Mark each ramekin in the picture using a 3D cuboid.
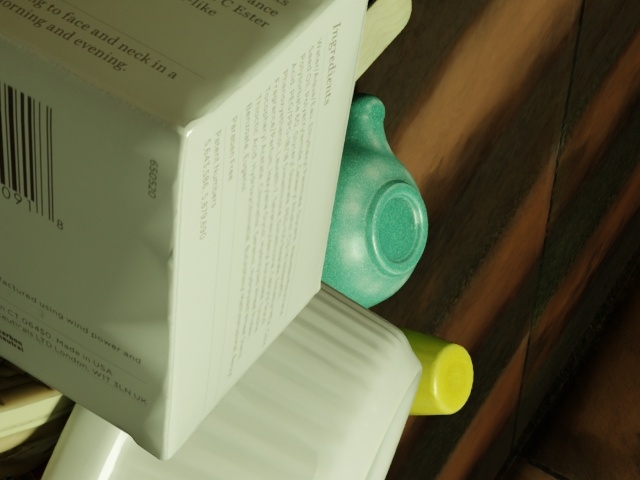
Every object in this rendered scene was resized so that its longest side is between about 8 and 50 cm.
[{"bbox_3d":[-0.046,0.135,0.761,0.273,0.127,0.273,23,90,-82],"label":"ramekin"}]

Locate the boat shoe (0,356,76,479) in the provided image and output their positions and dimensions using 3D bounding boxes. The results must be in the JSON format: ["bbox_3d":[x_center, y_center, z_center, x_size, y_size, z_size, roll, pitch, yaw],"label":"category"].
[{"bbox_3d":[-0.154,0.073,0.723,0.098,0.109,0.302,-68,167,16],"label":"boat shoe"}]

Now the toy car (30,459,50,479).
[{"bbox_3d":[-0.136,0.117,0.907,0.040,0.060,0.122,-64,163,19],"label":"toy car"}]

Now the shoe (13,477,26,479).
[{"bbox_3d":[-0.205,0.218,0.870,0.178,0.063,0.081,-60,158,-15],"label":"shoe"}]

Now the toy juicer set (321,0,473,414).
[{"bbox_3d":[0.000,0.000,1.061,0.209,0.089,0.329,-27,114,-45],"label":"toy juicer set"}]

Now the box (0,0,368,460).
[{"bbox_3d":[-0.093,-0.045,0.586,0.119,0.181,0.182,-46,156,-38],"label":"box"}]
